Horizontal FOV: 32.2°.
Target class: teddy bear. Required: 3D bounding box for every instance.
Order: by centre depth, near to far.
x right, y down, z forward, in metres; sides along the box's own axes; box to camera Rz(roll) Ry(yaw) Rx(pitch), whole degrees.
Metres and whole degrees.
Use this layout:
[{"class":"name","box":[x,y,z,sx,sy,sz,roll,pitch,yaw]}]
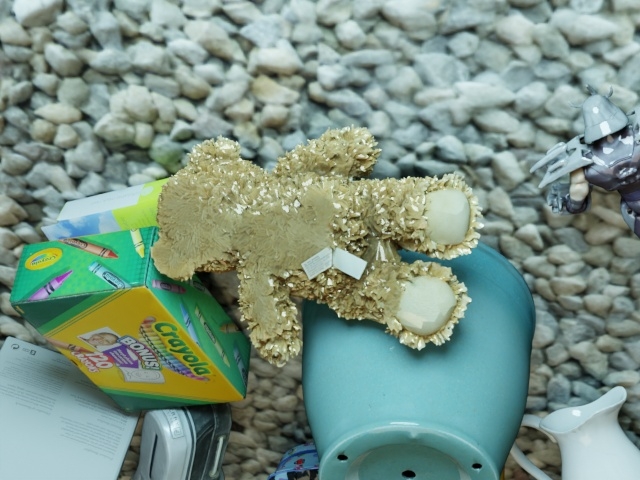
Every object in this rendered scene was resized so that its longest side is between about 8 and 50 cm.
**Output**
[{"class":"teddy bear","box":[0.000,0.000,1.122,0.338,0.113,0.245,-7,88,21]}]

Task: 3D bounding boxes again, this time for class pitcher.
[{"class":"pitcher","box":[0.327,0.296,1.346,0.178,0.125,0.207,-19,96,43]}]

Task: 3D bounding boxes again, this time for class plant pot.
[{"class":"plant pot","box":[0.101,0.170,1.195,0.272,0.255,0.271,3,129,4]}]

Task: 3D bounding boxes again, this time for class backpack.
[{"class":"backpack","box":[0.008,0.326,1.453,0.158,0.117,0.173,-11,129,20]}]

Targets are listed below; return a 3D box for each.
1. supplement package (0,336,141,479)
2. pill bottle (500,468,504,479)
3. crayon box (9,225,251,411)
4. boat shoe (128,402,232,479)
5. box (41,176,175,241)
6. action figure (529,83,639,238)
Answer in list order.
[{"class":"supplement package","box":[-0.365,0.305,1.409,0.199,0.262,0.198,20,131,-6]},{"class":"pill bottle","box":[0.155,0.350,1.358,0.136,0.245,0.136,6,132,6]},{"class":"crayon box","box":[-0.208,0.099,1.275,0.165,0.081,0.278,-8,144,18]},{"class":"boat shoe","box":[-0.183,0.332,1.490,0.119,0.121,0.335,-9,141,-27]},{"class":"box","box":[-0.211,-0.005,1.253,0.178,0.042,0.109,-11,128,21]},{"class":"action figure","box":[0.324,-0.043,1.087,0.185,0.099,0.285,-21,121,35]}]
